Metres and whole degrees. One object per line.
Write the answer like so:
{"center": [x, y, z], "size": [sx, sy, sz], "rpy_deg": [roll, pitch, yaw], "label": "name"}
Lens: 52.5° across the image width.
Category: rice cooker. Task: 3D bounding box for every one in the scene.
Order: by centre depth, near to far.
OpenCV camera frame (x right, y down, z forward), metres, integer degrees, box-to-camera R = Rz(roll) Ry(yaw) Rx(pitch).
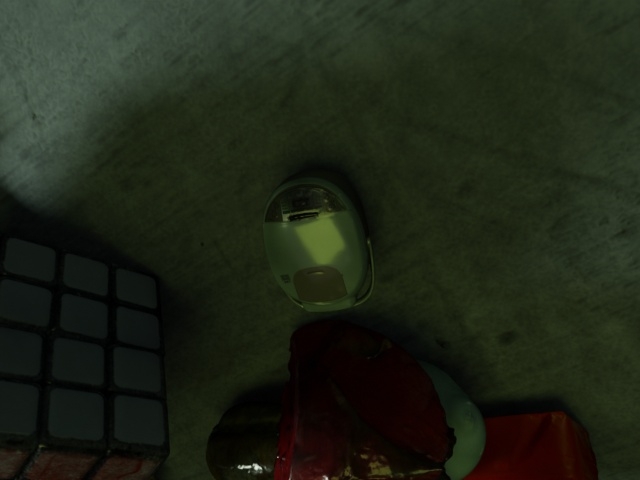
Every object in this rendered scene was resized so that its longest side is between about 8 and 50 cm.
{"center": [0.000, 0.000, 0.902], "size": [0.145, 0.127, 0.206], "rpy_deg": [-7, 121, 15], "label": "rice cooker"}

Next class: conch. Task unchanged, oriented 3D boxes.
{"center": [0.144, 0.273, 0.997], "size": [0.221, 0.184, 0.121], "rpy_deg": [16, 152, 26], "label": "conch"}

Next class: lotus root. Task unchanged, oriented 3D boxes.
{"center": [-0.072, 0.349, 1.074], "size": [0.275, 0.151, 0.160], "rpy_deg": [-10, 138, 37], "label": "lotus root"}

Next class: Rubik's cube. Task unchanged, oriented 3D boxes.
{"center": [-0.442, 0.226, 0.926], "size": [0.344, 0.337, 0.344], "rpy_deg": [20, 126, -34], "label": "Rubik's cube"}

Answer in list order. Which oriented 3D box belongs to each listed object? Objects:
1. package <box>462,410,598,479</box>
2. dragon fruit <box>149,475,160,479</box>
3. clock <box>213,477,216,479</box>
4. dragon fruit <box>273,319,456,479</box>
{"center": [0.230, 0.397, 1.035], "size": [0.424, 0.195, 0.123], "rpy_deg": [-10, 137, 17], "label": "package"}
{"center": [-0.401, 0.516, 1.238], "size": [0.210, 0.172, 0.172], "rpy_deg": [-30, 110, 24], "label": "dragon fruit"}
{"center": [-0.095, 0.478, 1.178], "size": [0.231, 0.144, 0.103], "rpy_deg": [34, 94, -9], "label": "clock"}
{"center": [0.043, 0.254, 0.906], "size": [0.283, 0.343, 0.100], "rpy_deg": [-6, 148, 19], "label": "dragon fruit"}
